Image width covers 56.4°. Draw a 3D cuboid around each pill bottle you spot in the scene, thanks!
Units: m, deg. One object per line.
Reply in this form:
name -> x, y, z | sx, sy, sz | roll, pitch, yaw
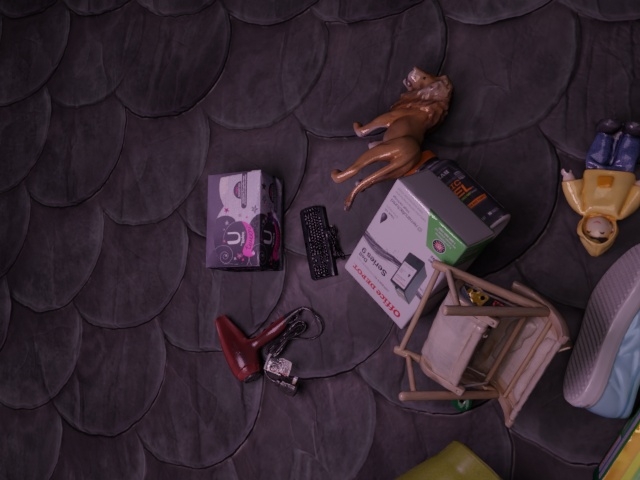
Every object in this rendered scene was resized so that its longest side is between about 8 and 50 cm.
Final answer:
pill bottle -> 0.301, -0.096, 1.363 | 0.130, 0.130, 0.246 | -46, 69, 11

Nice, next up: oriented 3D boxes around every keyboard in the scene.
keyboard -> 0.000, 0.000, 1.525 | 0.100, 0.038, 0.192 | -15, 79, 20

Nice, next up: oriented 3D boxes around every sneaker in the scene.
sneaker -> 0.629, 0.187, 1.215 | 0.150, 0.135, 0.366 | 26, 89, -6

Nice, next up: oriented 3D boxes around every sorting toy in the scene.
sorting toy -> 0.331, 0.236, 1.354 | 0.132, 0.046, 0.275 | 25, 94, 23

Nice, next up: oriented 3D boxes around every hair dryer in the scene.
hair dryer -> -0.149, 0.264, 1.550 | 0.293, 0.080, 0.224 | 14, 73, 18

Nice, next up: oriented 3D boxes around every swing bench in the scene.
swing bench -> 0.309, 0.207, 1.189 | 0.254, 0.165, 0.253 | 14, 121, -6

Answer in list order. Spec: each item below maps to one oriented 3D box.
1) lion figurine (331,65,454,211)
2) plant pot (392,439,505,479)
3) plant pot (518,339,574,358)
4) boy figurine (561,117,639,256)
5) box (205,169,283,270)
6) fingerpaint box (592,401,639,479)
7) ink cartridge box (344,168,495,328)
lion figurine -> 0.181, -0.228, 1.357 | 0.240, 0.142, 0.392 | -17, 40, 31
plant pot -> 0.225, 0.586, 1.122 | 0.353, 0.366, 0.366 | -42, 69, -8
plant pot -> 0.466, 0.195, 1.277 | 0.109, 0.109, 0.096 | -24, 64, 18
boy figurine -> 0.597, -0.110, 1.266 | 0.177, 0.092, 0.285 | 16, 86, 21
box -> -0.194, -0.046, 1.553 | 0.163, 0.142, 0.247 | -3, 83, 22
fingerpaint box -> 0.782, 0.378, 1.077 | 0.371, 0.163, 0.445 | 31, 100, 24
ink cartridge box -> 0.208, 0.024, 1.319 | 0.211, 0.121, 0.289 | 48, 134, 22
